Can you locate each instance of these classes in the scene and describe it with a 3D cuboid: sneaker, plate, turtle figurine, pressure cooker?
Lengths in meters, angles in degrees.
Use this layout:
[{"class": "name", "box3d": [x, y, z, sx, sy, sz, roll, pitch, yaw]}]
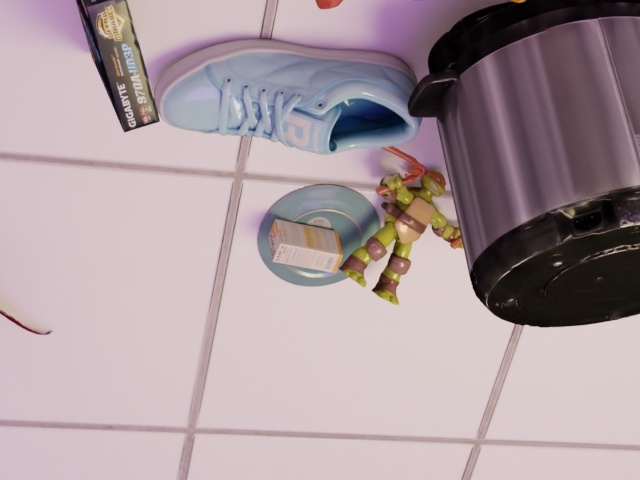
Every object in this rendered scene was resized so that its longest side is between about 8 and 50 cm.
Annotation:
[{"class": "sneaker", "box3d": [-0.037, -0.182, 1.839, 0.366, 0.150, 0.135, -5, 125, -7]}, {"class": "plate", "box3d": [0.000, 0.000, 2.056, 0.188, 0.024, 0.188, -5, 127, -6]}, {"class": "turtle figurine", "box3d": [0.116, -0.027, 2.010, 0.269, 0.087, 0.217, 32, 92, -46]}, {"class": "pressure cooker", "box3d": [0.345, -0.134, 1.800, 0.375, 0.420, 0.370, -23, 154, 27]}]

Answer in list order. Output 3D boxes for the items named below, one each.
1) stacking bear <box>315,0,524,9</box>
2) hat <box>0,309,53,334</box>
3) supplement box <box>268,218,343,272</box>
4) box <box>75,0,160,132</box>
[{"class": "stacking bear", "box3d": [0.155, -0.360, 1.671, 0.289, 0.175, 0.164, 8, 112, 17]}, {"class": "hat", "box3d": [-0.540, 0.085, 2.018, 0.173, 0.183, 0.208, -29, 84, 3]}, {"class": "supplement box", "box3d": [-0.022, 0.009, 2.004, 0.098, 0.062, 0.036, 11, 124, -17]}, {"class": "box", "box3d": [-0.262, -0.261, 1.697, 0.051, 0.220, 0.175, -18, 128, -9]}]
